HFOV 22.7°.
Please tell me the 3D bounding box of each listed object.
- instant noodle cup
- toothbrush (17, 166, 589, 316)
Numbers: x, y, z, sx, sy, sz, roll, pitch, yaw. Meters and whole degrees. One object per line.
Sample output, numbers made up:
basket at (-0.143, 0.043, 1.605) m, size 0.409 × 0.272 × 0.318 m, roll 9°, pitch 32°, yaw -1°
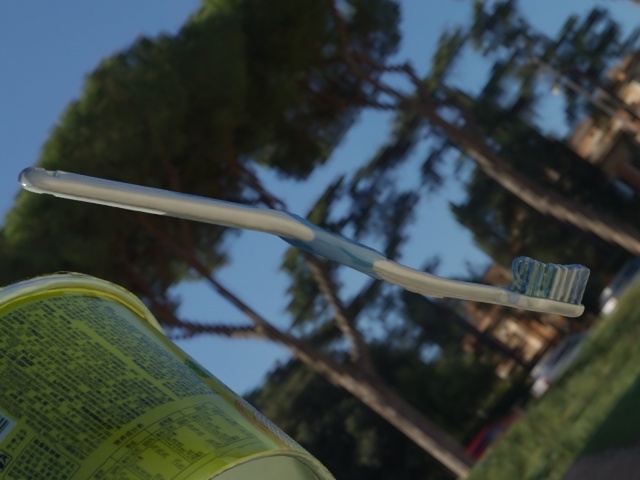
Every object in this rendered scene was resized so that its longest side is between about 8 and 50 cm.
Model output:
instant noodle cup at (-0.138, 0.202, 1.054) m, size 0.311 × 0.221 × 0.311 m, roll -26°, pitch -52°, yaw -38°
toothbrush at (-0.001, 0.004, 1.006) m, size 0.040 × 0.386 × 0.040 m, roll -170°, pitch 90°, yaw -71°
